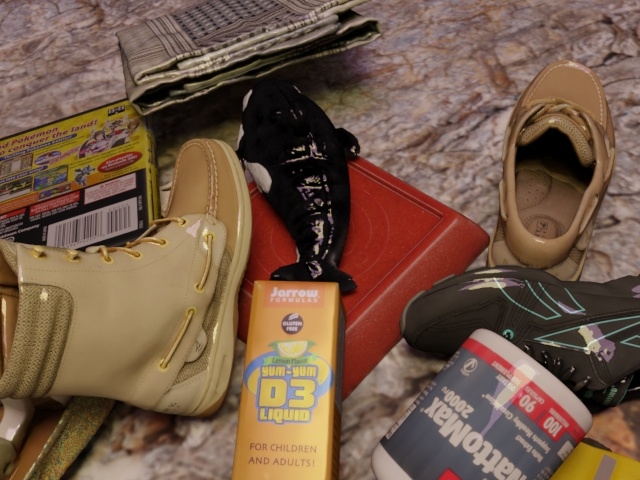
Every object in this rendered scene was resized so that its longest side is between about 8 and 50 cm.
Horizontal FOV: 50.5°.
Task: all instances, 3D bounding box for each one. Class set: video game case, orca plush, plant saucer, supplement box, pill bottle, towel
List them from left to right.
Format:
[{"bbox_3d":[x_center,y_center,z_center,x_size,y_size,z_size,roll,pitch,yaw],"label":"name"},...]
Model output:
[{"bbox_3d":[-0.312,-0.042,0.753,0.274,0.035,0.248,-18,48,1],"label":"video game case"},{"bbox_3d":[-0.111,-0.275,0.874,0.312,0.056,0.324,-20,34,-9],"label":"towel"},{"bbox_3d":[-0.036,-0.083,0.676,0.151,0.102,0.287,-2,51,5],"label":"orca plush"},{"bbox_3d":[-0.024,0.150,0.534,0.078,0.080,0.234,0,63,7],"label":"supplement box"},{"bbox_3d":[0.000,0.000,0.702,0.258,0.048,0.259,34,63,29],"label":"plant saucer"},{"bbox_3d":[0.101,0.165,0.499,0.108,0.108,0.180,39,85,31],"label":"pill bottle"}]

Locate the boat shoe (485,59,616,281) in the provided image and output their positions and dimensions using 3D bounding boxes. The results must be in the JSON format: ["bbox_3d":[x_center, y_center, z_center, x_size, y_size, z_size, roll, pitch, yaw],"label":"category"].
[{"bbox_3d":[0.250,-0.090,0.704,0.121,0.110,0.341,10,53,14],"label":"boat shoe"}]

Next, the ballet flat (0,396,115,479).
[{"bbox_3d":[-0.263,0.159,0.561,0.123,0.123,0.349,14,54,17],"label":"ballet flat"}]

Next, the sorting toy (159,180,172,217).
[{"bbox_3d":[-0.156,-0.059,0.773,0.083,0.045,0.075,-41,45,-11],"label":"sorting toy"}]

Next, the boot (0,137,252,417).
[{"bbox_3d":[-0.168,0.011,0.578,0.095,0.203,0.262,-12,68,47],"label":"boot"}]

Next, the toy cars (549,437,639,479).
[{"bbox_3d":[0.259,0.281,0.420,0.176,0.087,0.394,-16,51,-6],"label":"toy cars"}]

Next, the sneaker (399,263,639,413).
[{"bbox_3d":[0.202,0.085,0.577,0.267,0.101,0.106,-1,54,6],"label":"sneaker"}]
